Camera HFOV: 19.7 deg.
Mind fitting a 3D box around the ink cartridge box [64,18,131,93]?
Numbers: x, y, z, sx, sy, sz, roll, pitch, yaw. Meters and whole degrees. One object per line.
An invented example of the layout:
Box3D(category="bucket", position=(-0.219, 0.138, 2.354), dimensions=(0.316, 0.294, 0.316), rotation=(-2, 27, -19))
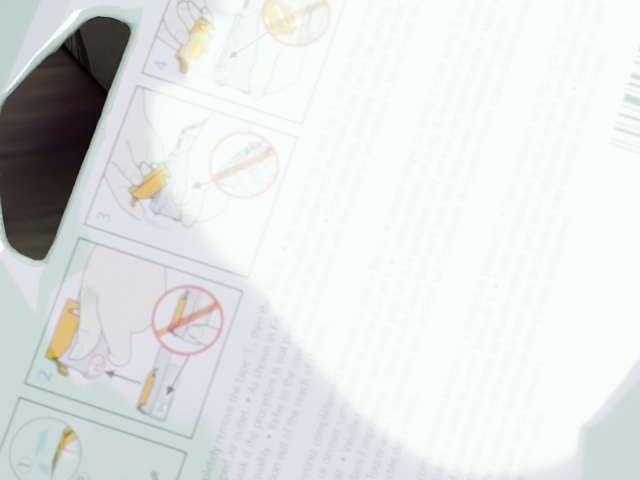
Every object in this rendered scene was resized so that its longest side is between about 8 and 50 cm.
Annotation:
Box3D(category="ink cartridge box", position=(-0.038, -0.136, 0.713), dimensions=(0.159, 0.092, 0.218), rotation=(-29, 61, -26))

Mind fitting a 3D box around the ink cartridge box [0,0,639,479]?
Box3D(category="ink cartridge box", position=(0.000, 0.000, 0.576), dimensions=(0.239, 0.060, 0.275), rotation=(18, 76, 6))
